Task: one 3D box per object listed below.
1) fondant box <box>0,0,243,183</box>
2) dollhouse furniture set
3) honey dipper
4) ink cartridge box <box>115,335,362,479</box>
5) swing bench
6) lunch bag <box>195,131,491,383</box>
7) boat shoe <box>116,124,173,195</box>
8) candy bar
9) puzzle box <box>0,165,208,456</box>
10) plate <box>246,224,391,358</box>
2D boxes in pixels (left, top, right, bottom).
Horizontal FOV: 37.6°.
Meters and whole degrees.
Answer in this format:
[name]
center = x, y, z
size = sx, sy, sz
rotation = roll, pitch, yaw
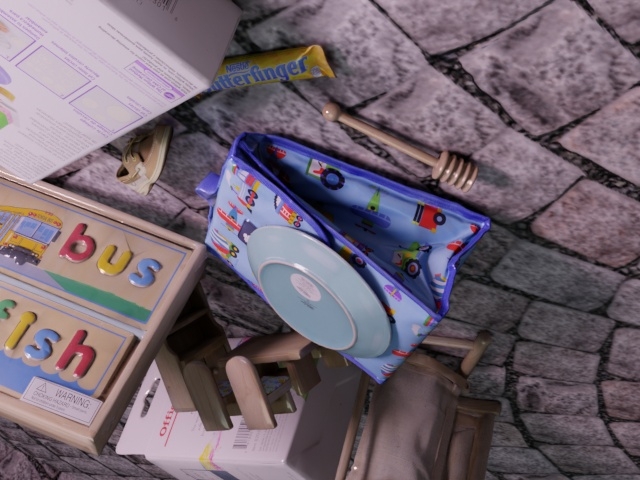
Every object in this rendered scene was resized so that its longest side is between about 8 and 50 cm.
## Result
[fondant box]
center = -0.267, -0.188, 0.846
size = 0.238, 0.096, 0.330
rotation = 37, 144, -31
[dollhouse furniture set]
center = -0.102, 0.120, 1.194
size = 0.242, 0.212, 0.161
rotation = -12, 102, 39
[honey dipper]
center = 0.074, -0.091, 0.900
size = 0.160, 0.030, 0.030
rotation = 24, 150, -7
[ink cartridge box]
center = -0.126, 0.262, 1.421
size = 0.353, 0.207, 0.119
rotation = -7, 141, 38
[swing bench]
center = 0.137, 0.279, 1.269
size = 0.165, 0.253, 0.255
rotation = 6, 148, 19
[lunch bag]
center = 0.000, 0.000, 1.025
size = 0.293, 0.138, 0.221
rotation = 30, 152, 3
[boat shoe]
center = -0.194, -0.088, 1.020
size = 0.045, 0.050, 0.135
rotation = 19, 151, -15
[candy bar]
center = -0.060, -0.156, 0.869
size = 0.161, 0.018, 0.040
rotation = -3, 145, 30
[puzzle box]
center = -0.367, 0.046, 1.072
size = 0.409, 0.272, 0.052
rotation = 20, 146, 8
[plate]
center = -0.009, 0.062, 0.985
size = 0.188, 0.024, 0.188
rotation = 31, 149, 21
